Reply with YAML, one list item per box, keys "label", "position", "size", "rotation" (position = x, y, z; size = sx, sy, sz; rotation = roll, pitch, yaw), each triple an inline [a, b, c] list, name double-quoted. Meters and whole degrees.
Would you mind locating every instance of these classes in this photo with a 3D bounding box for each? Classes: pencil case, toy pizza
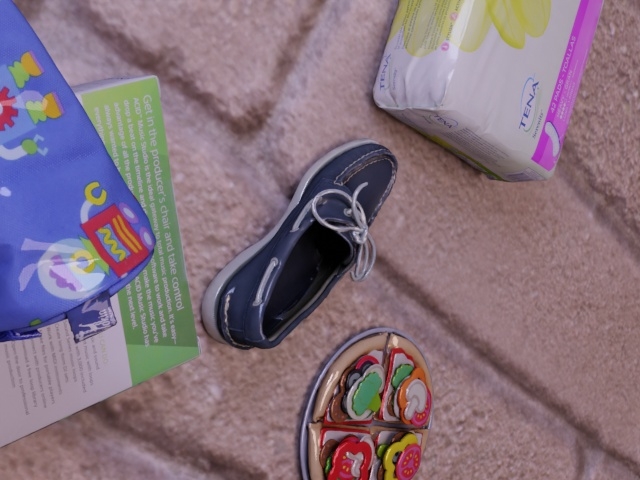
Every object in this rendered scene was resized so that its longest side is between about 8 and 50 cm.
- label: "pencil case"
  position: [-0.219, -0.077, 0.646]
  size: [0.133, 0.119, 0.306]
  rotation: [-41, 107, -37]
- label: "toy pizza"
  position: [0.057, 0.188, 1.115]
  size: [0.201, 0.032, 0.201]
  rotation: [-11, 105, -44]

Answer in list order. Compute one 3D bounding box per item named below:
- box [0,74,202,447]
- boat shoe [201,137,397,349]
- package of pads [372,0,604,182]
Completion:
- label: "box"
  position: [-0.234, 0.027, 0.769]
  size: [0.322, 0.058, 0.232]
  rotation: [-21, 112, -41]
- label: "boat shoe"
  position: [0.000, 0.000, 0.987]
  size: [0.254, 0.079, 0.095]
  rotation: [-43, 125, -32]
- label: "package of pads"
  position: [0.182, -0.230, 1.117]
  size: [0.229, 0.101, 0.296]
  rotation: [24, 80, -46]
